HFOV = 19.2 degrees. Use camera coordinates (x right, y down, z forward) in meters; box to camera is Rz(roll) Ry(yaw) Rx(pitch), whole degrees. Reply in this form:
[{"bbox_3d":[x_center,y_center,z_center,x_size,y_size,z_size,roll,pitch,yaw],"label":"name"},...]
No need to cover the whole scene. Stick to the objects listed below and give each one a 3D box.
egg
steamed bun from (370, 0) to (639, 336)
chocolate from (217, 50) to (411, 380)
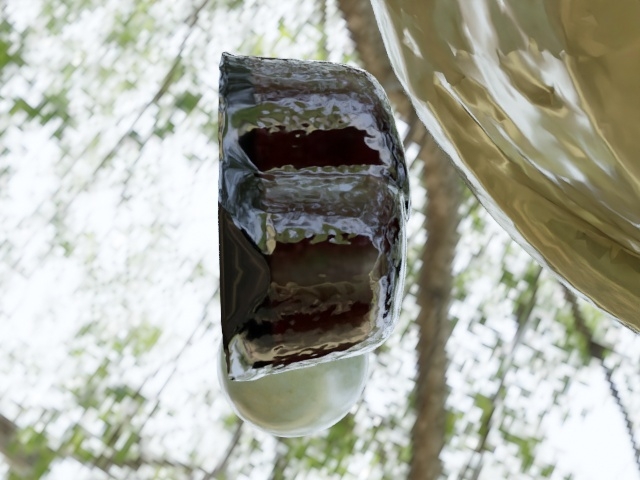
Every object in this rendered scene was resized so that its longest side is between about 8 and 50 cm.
[{"bbox_3d":[-0.020,0.092,1.450,0.114,0.152,0.114,3,-81,16],"label":"egg"},{"bbox_3d":[0.122,-0.081,0.501,0.203,0.289,0.276,-19,-67,36],"label":"steamed bun"},{"bbox_3d":[0.000,0.000,0.804,0.080,0.148,0.125,-4,-32,1],"label":"chocolate"}]
